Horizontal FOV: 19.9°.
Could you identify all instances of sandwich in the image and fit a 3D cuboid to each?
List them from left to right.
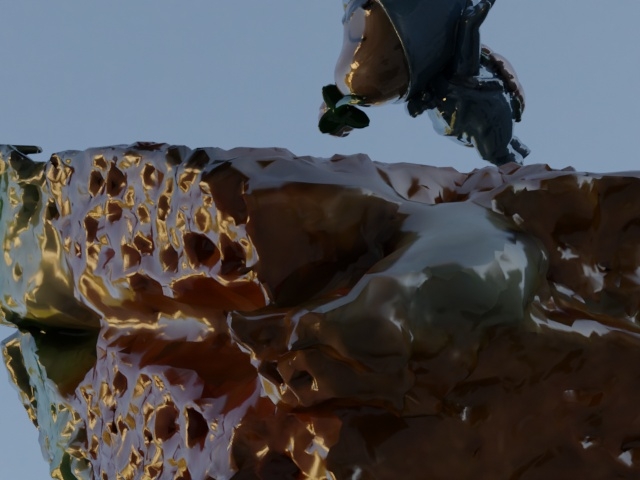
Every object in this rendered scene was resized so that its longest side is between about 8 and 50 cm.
[{"bbox_3d":[0.043,0.033,0.498,0.292,0.212,0.109,3,-89,-17],"label":"sandwich"}]

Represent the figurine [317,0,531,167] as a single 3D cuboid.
[{"bbox_3d":[0.067,-0.107,1.250,0.144,0.114,0.178,-38,-83,-1],"label":"figurine"}]
